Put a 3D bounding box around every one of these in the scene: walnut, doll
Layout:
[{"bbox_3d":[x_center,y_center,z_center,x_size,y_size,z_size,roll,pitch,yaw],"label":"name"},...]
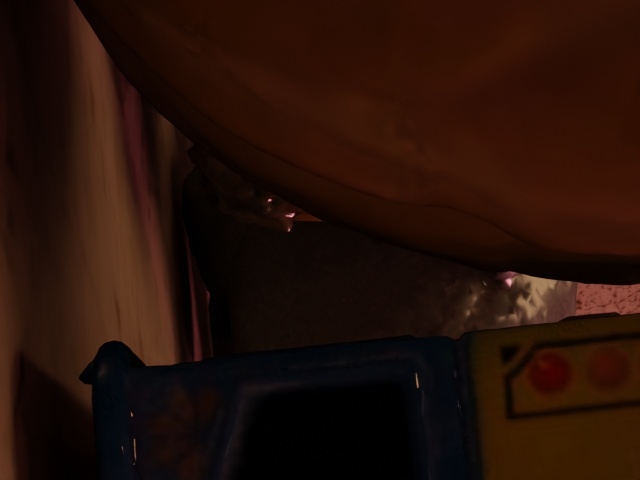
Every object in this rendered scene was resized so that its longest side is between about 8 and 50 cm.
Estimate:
[{"bbox_3d":[0.089,-0.129,0.445,0.333,0.332,0.333,-6,90,-89],"label":"walnut"},{"bbox_3d":[-0.006,-0.001,0.909,0.246,0.158,0.340,-65,-156,14],"label":"doll"}]

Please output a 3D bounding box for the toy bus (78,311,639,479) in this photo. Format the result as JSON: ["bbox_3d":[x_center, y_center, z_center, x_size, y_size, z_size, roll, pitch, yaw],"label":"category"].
[{"bbox_3d":[0.037,0.103,0.514,0.288,0.175,0.138,83,1,-79],"label":"toy bus"}]

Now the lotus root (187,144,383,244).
[{"bbox_3d":[0.007,-0.140,0.748,0.183,0.182,0.310,83,-7,-50],"label":"lotus root"}]
